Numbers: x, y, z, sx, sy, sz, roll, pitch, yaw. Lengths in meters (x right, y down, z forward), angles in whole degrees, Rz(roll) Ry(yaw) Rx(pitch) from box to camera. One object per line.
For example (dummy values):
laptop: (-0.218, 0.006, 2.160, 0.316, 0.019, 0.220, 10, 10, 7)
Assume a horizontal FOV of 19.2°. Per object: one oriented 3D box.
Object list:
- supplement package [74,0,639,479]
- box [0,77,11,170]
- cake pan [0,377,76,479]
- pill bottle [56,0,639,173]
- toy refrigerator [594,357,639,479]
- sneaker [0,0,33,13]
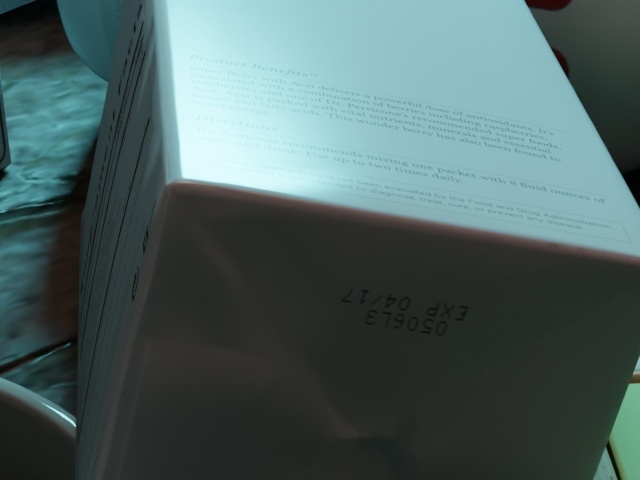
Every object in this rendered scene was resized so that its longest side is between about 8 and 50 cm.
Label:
supplement package: (0.000, 0.000, 0.769, 0.177, 0.175, 0.293, 9, 27, -11)
box: (-0.327, -0.061, 0.978, 0.290, 0.087, 0.169, 12, 36, 16)
cake pan: (-0.204, 0.150, 0.703, 0.293, 0.054, 0.293, 1, 34, -1)
pill bottle: (0.082, -0.161, 1.008, 0.407, 0.229, 0.229, 12, 36, 15)
toy refrigerator: (0.143, 0.098, 0.751, 0.102, 0.094, 0.269, -3, 34, -5)
sneaker: (-0.162, -0.203, 1.181, 0.258, 0.094, 0.091, -14, 41, -20)
